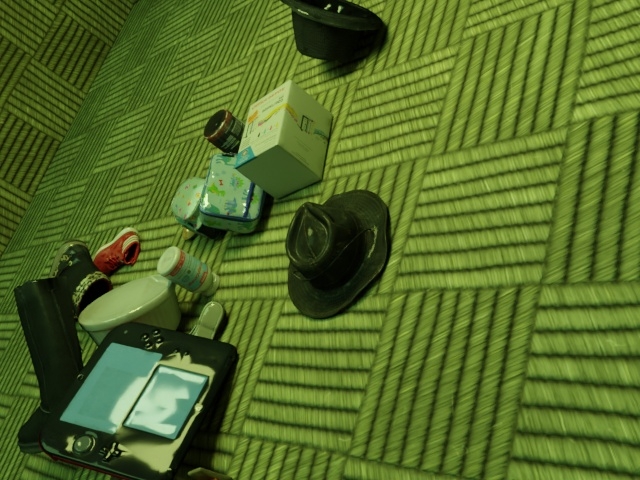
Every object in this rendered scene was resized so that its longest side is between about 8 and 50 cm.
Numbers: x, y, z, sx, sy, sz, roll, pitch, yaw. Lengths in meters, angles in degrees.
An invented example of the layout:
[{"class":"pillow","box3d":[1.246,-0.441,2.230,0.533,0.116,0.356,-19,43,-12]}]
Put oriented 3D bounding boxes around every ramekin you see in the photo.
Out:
[{"class":"ramekin","box3d":[-0.506,0.210,1.895,0.273,0.127,0.273,-19,18,6]}]

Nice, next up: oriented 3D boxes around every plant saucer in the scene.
[{"class":"plant saucer","box3d":[-0.395,-0.036,2.145,0.083,0.015,0.083,-29,43,31]}]

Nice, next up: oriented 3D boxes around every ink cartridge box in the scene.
[{"class":"ink cartridge box","box3d":[-0.096,-0.268,1.853,0.171,0.168,0.233,-22,45,38]}]

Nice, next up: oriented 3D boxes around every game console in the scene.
[{"class":"game console","box3d":[-0.415,0.359,1.594,0.342,0.060,0.386,7,44,20]}]

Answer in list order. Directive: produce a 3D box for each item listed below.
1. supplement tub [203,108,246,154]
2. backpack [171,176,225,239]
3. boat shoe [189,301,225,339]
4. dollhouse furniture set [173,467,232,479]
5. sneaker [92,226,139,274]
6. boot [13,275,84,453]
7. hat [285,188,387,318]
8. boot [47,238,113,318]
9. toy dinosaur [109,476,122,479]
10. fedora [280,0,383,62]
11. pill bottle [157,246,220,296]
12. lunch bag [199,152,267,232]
[{"class":"supplement tub","box3d":[-0.233,-0.283,2.002,0.106,0.198,0.106,-29,42,30]},{"class":"backpack","box3d":[-0.353,-0.103,2.044,0.188,0.144,0.166,15,78,55]},{"class":"boat shoe","box3d":[-0.303,0.251,1.783,0.206,0.075,0.065,-61,-8,0]},{"class":"dollhouse furniture set","box3d":[-0.310,0.617,1.403,0.259,0.135,0.262,-30,42,31]},{"class":"sneaker","box3d":[-0.702,0.062,2.365,0.221,0.087,0.128,-49,34,11]},{"class":"boot","box3d":[-0.755,0.336,1.883,0.367,0.146,0.445,-17,92,36]},{"class":"hat","box3d":[0.000,0.000,1.555,0.331,0.134,0.331,-30,42,32]},{"class":"boot","box3d":[-0.828,0.216,2.330,0.284,0.138,0.377,32,101,44]},{"class":"toy dinosaur","box3d":[-0.453,0.476,1.655,0.200,0.127,0.296,5,60,42]},{"class":"fedora","box3d":[0.013,-0.598,1.971,0.334,0.334,0.152,-124,43,-53]},{"class":"pill bottle","box3d":[-0.352,0.088,1.867,0.087,0.160,0.087,-30,42,32]},{"class":"lunch bag","box3d":[-0.232,-0.133,1.908,0.090,0.176,0.219,105,176,-58]}]
